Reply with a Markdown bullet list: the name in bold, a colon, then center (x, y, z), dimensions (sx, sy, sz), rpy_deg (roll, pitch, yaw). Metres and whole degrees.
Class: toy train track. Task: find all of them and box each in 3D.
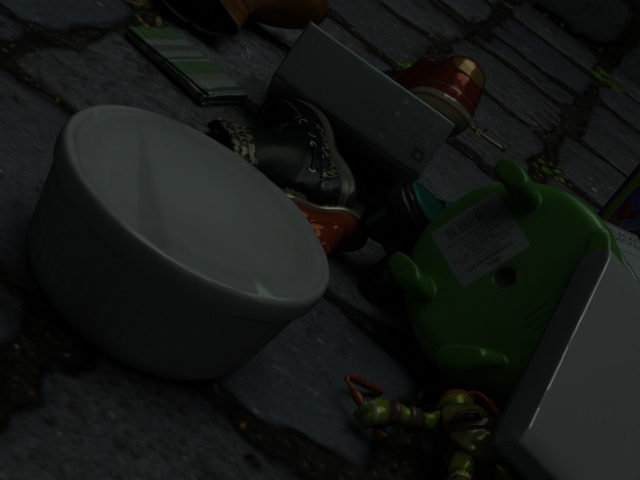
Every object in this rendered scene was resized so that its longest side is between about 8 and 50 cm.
- **toy train track**: center (0.293, -0.183, 2.304), dimensions (0.083, 0.014, 0.048), rpy_deg (35, 23, -4)

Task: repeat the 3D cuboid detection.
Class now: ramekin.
- **ramekin**: center (-0.138, 0.008, 1.190), dimensions (0.273, 0.127, 0.273), rpy_deg (31, 24, -15)

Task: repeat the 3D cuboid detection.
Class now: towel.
- **towel**: center (-0.176, -0.229, 1.730), dimensions (0.152, 0.023, 0.113), rpy_deg (41, 21, 16)

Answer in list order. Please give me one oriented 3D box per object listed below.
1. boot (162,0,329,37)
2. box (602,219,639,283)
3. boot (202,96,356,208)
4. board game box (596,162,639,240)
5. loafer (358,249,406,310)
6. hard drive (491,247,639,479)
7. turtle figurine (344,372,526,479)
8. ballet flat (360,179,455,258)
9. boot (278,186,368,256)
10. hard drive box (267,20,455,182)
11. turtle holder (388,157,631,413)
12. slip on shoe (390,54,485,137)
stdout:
- **boot**: center (-0.113, -0.356, 1.937), dimensions (0.283, 0.109, 0.220), rpy_deg (26, 24, -17)
- **box**: center (0.355, 0.135, 1.550), dimensions (0.087, 0.169, 0.290), rpy_deg (17, 35, -38)
- **boot**: center (-0.070, -0.120, 1.588), dimensions (0.179, 0.085, 0.236), rpy_deg (16, 29, -34)
- **board game box**: center (0.581, 0.039, 2.003), dimensions (0.347, 0.233, 0.078), rpy_deg (37, 23, 3)
- **loafer**: center (0.124, 0.053, 1.554), dimensions (0.170, 0.061, 0.062), rpy_deg (12, 32, -46)
- **hard drive**: center (0.326, 0.211, 1.282), dimensions (0.353, 0.047, 0.233), rpy_deg (46, 57, -22)
- **turtle figurine**: center (0.157, 0.210, 1.267), dimensions (0.270, 0.087, 0.217), rpy_deg (26, 25, -24)
- **ballet flat**: center (0.133, -0.007, 1.604), dimensions (0.280, 0.096, 0.095), rpy_deg (27, 40, -55)
- **boot**: center (0.000, 0.000, 1.503), dimensions (0.158, 0.059, 0.084), rpy_deg (15, 43, -40)
- **hard drive box**: center (0.049, -0.177, 1.769), dimensions (0.232, 0.089, 0.181), rpy_deg (35, -4, -4)
- **turtle holder**: center (0.251, 0.086, 1.433), dimensions (0.320, 0.243, 0.227), rpy_deg (25, -14, 36)
- **slip on shoe**: center (0.150, -0.207, 1.914), dimensions (0.123, 0.101, 0.331), rpy_deg (35, -8, -13)
